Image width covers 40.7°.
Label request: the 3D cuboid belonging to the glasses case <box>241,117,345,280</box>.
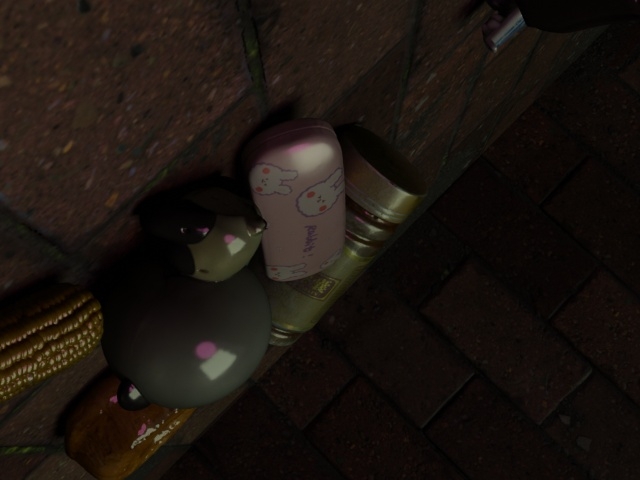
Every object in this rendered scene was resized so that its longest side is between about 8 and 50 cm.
[{"bbox_3d":[-0.029,-0.040,1.049,0.113,0.075,0.297,-19,151,-8],"label":"glasses case"}]

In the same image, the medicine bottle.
[{"bbox_3d":[0.000,0.000,1.263,0.322,0.151,0.151,-51,169,24],"label":"medicine bottle"}]

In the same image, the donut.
[{"bbox_3d":[-0.269,0.249,1.260,0.226,0.114,0.226,-45,172,-8],"label":"donut"}]

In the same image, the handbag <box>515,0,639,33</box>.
[{"bbox_3d":[0.144,-0.288,0.444,0.257,0.285,0.113,-50,-150,-20],"label":"handbag"}]

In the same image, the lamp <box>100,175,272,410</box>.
[{"bbox_3d":[-0.137,0.062,0.926,0.197,0.197,0.244,-29,138,-59],"label":"lamp"}]

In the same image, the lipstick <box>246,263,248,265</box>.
[{"bbox_3d":[-0.139,0.056,1.210,0.048,0.048,0.158,-38,167,-39],"label":"lipstick"}]

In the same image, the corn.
[{"bbox_3d":[-0.281,0.105,0.737,0.231,0.080,0.080,-34,165,-53],"label":"corn"}]

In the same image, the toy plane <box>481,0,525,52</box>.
[{"bbox_3d":[0.322,-0.374,1.209,0.267,0.122,0.267,-45,173,-7],"label":"toy plane"}]
